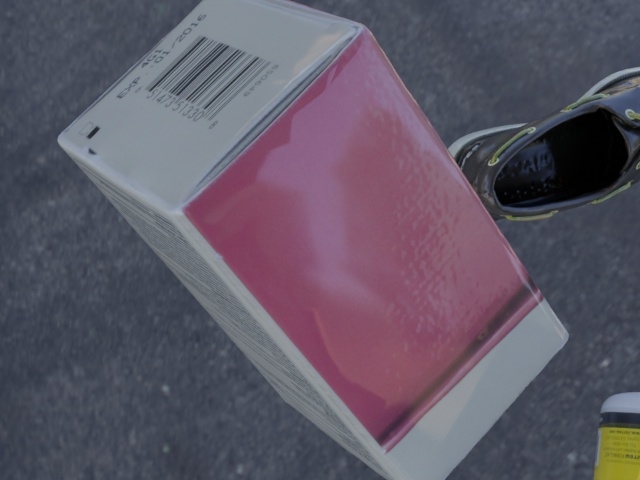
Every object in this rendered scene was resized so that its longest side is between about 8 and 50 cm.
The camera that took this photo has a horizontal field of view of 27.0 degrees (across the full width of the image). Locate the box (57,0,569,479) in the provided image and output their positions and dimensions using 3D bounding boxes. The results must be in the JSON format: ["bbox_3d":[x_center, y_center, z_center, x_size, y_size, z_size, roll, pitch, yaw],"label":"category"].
[{"bbox_3d":[0.000,0.000,0.698,0.127,0.232,0.148,-46,35,-11],"label":"box"}]

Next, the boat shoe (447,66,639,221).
[{"bbox_3d":[0.199,-0.066,0.951,0.228,0.069,0.081,-21,108,-17],"label":"boat shoe"}]

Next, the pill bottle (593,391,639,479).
[{"bbox_3d":[0.193,0.178,0.711,0.103,0.103,0.184,9,81,-9],"label":"pill bottle"}]
